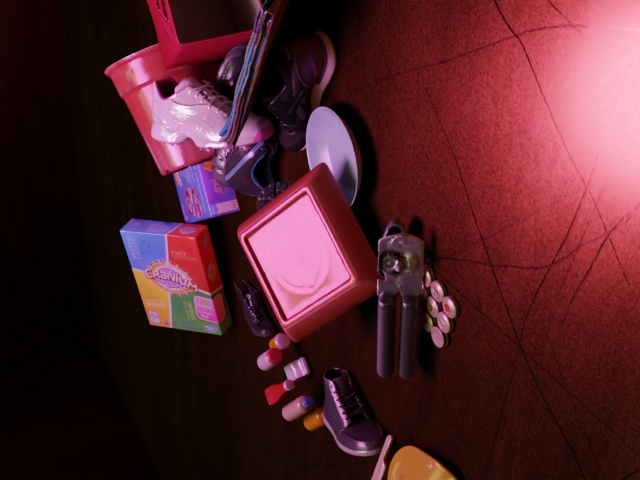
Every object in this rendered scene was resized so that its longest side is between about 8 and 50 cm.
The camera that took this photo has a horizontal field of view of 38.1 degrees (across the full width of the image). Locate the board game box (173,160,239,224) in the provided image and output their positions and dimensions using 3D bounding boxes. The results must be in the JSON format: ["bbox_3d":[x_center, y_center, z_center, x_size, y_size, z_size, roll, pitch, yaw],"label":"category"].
[{"bbox_3d":[-0.319,-0.224,2.356,0.233,0.078,0.347,-7,97,66],"label":"board game box"}]

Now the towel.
[{"bbox_3d":[-0.097,-0.369,1.658,0.370,0.040,0.271,118,172,-57],"label":"towel"}]

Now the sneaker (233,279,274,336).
[{"bbox_3d":[-0.165,0.166,2.283,0.170,0.051,0.089,39,142,58],"label":"sneaker"}]

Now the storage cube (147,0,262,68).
[{"bbox_3d":[-0.241,-0.475,1.891,0.193,0.215,0.183,165,90,-72],"label":"storage cube"}]

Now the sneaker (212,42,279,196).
[{"bbox_3d":[-0.142,-0.250,1.956,0.140,0.125,0.340,26,131,28],"label":"sneaker"}]

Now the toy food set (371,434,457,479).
[{"bbox_3d":[0.188,0.440,1.680,0.218,0.071,0.128,23,101,58],"label":"toy food set"}]

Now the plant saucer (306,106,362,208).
[{"bbox_3d":[0.033,-0.151,1.692,0.195,0.037,0.195,42,139,50],"label":"plant saucer"}]

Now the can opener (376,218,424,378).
[{"bbox_3d":[0.134,0.101,1.580,0.095,0.076,0.283,-81,-8,-59],"label":"can opener"}]

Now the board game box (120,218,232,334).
[{"bbox_3d":[-0.385,0.098,2.491,0.242,0.064,0.316,5,124,25],"label":"board game box"}]

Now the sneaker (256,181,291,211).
[{"bbox_3d":[0.000,0.000,1.807,0.283,0.110,0.122,49,-178,21],"label":"sneaker"}]

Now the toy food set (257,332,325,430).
[{"bbox_3d":[-0.058,0.312,2.076,0.104,0.111,0.232,-40,65,50],"label":"toy food set"}]

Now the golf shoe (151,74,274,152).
[{"bbox_3d":[-0.229,-0.257,1.859,0.306,0.115,0.140,9,118,32],"label":"golf shoe"}]

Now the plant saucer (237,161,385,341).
[{"bbox_3d":[-0.034,0.029,1.709,0.259,0.048,0.258,-35,76,36],"label":"plant saucer"}]

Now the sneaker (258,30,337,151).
[{"bbox_3d":[-0.067,-0.270,1.729,0.107,0.124,0.283,58,151,28],"label":"sneaker"}]

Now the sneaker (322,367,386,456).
[{"bbox_3d":[0.058,0.345,1.869,0.222,0.083,0.118,28,128,60],"label":"sneaker"}]

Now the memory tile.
[{"bbox_3d":[0.179,0.098,1.553,0.148,0.012,0.113,56,150,36],"label":"memory tile"}]

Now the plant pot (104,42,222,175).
[{"bbox_3d":[-0.314,-0.302,2.106,0.272,0.272,0.265,-8,104,66],"label":"plant pot"}]
